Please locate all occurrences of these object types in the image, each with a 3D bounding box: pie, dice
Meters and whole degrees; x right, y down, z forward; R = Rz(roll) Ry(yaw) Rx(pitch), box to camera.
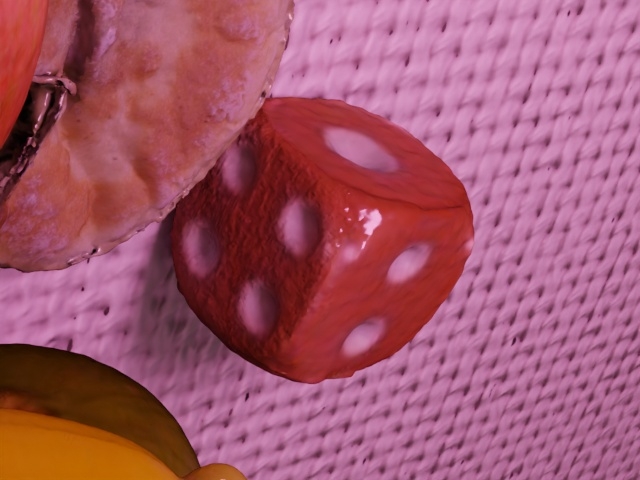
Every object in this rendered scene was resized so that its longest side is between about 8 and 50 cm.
[{"bbox_3d":[-0.144,-0.124,1.108,0.337,0.075,0.337,-31,142,-28],"label":"pie"},{"bbox_3d":[0.000,0.000,1.285,0.175,0.174,0.179,-1,127,-50],"label":"dice"}]

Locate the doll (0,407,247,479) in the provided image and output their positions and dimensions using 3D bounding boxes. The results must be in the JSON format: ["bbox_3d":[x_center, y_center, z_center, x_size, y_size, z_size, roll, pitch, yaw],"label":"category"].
[{"bbox_3d":[-0.282,0.182,0.911,0.423,0.161,0.348,-36,125,1],"label":"doll"}]

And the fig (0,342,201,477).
[{"bbox_3d":[-0.231,0.236,1.193,0.316,0.316,0.316,-27,141,-24],"label":"fig"}]

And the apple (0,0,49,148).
[{"bbox_3d":[-0.298,-0.133,0.706,0.364,0.364,0.364,-27,141,-24],"label":"apple"}]
